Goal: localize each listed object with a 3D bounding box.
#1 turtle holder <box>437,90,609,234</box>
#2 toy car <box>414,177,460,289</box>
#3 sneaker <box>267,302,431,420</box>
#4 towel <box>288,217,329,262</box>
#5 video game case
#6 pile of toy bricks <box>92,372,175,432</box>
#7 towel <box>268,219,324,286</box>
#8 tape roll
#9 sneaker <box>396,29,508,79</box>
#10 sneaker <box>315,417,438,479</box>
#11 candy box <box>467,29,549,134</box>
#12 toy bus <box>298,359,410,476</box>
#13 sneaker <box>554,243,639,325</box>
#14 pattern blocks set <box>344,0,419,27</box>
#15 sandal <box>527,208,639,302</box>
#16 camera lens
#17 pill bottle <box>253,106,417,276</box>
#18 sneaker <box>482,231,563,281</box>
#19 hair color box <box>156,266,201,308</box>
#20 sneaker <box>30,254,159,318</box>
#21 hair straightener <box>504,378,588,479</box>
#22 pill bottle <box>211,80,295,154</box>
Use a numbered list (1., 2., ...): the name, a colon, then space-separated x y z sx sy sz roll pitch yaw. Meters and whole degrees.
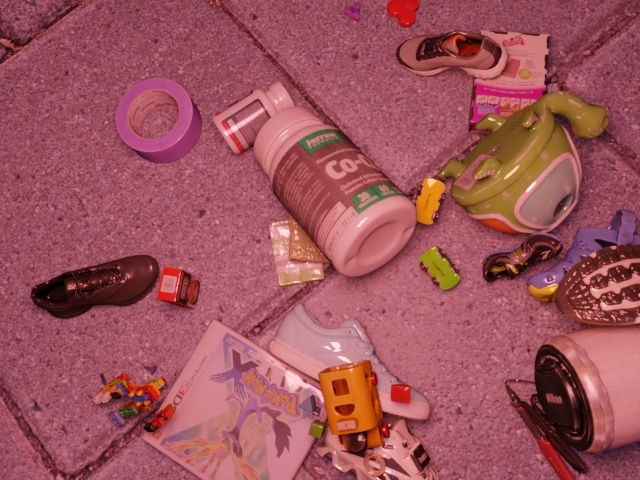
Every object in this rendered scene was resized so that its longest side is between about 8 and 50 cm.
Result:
1. turtle holder: 0.432 -0.158 1.224 0.227 0.243 0.320 41 67 -14
2. toy car: 0.222 0.009 1.276 0.239 0.053 0.225 -38 88 18
3. sneaker: 0.075 0.244 1.209 0.365 0.135 0.150 24 86 10
4. towel: 0.000 0.000 1.310 0.148 0.027 0.110 3 78 -11
5. video game case: -0.173 0.381 1.254 0.329 0.036 0.300 29 82 11
6. pile of toy bricks: -0.379 0.332 1.249 0.212 0.105 0.118 -17 110 40
7. towel: -0.054 0.023 1.328 0.113 0.023 0.152 -10 77 4
8. tape roll: -0.389 -0.288 1.401 0.189 0.080 0.189 -1 77 5
9. sneaker: 0.286 -0.436 1.318 0.271 0.108 0.100 17 87 40
10. sneaker: 0.164 0.441 1.155 0.330 0.122 0.146 29 92 10
11. candy box: 0.433 -0.360 1.338 0.159 0.071 0.234 8 79 9
12. toy bus: 0.061 0.325 1.080 0.202 0.104 0.191 32 98 17
13. sneaker: 0.641 0.098 1.110 0.410 0.182 0.158 -12 57 -5
14. pattern blocks set: 0.140 -0.698 1.465 0.285 0.026 0.325 12 79 8
15. sandal: 0.573 0.033 1.221 0.317 0.126 0.138 -20 73 -8
16. camera lens: 0.569 0.267 1.102 0.274 0.219 0.219 -13 77 -5
17. pill bottle: 0.018 -0.113 1.225 0.204 0.204 0.361 -38 60 -3
18. sneaker: 0.418 0.043 1.205 0.067 0.188 0.078 45 46 -16
19. hair color box: -0.308 0.106 1.274 0.043 0.141 0.072 8 79 7
20. sneaker: -0.505 0.102 1.302 0.286 0.130 0.109 -21 74 0
21. hair straightener: 0.467 0.379 1.196 0.089 0.047 0.230 -28 69 -23
22. pill bottle: -0.153 -0.291 1.364 0.180 0.108 0.108 -33 77 -2
